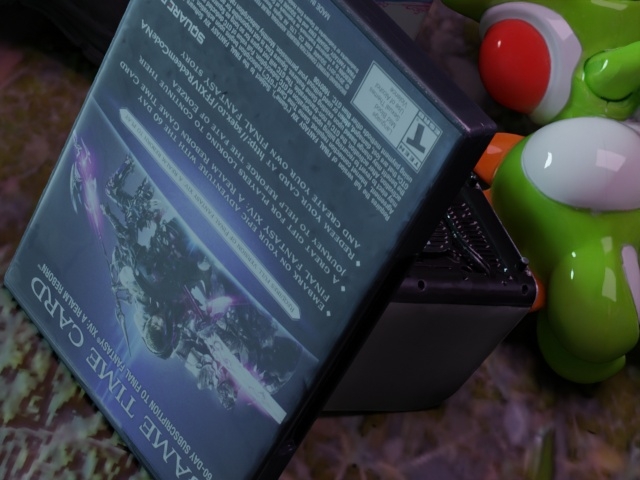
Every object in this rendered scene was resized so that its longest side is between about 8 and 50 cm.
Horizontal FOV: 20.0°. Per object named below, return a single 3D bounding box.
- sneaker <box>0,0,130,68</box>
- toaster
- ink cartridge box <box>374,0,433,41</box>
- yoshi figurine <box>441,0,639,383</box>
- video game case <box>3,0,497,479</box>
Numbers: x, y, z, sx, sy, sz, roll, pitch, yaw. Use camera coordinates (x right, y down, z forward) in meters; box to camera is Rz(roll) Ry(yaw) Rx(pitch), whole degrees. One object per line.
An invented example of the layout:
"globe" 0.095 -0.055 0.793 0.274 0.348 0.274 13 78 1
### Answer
"sneaker" -0.129 -0.182 1.093 0.286 0.130 0.109 19 39 -31
"toaster" 0.000 0.000 0.987 0.185 0.110 0.168 3 44 -35
"ink cartridge box" 0.044 -0.185 1.167 0.072 0.175 0.127 22 40 -4
"yoshi figurine" 0.207 -0.082 1.118 0.203 0.203 0.362 35 51 -49
"video game case" -0.048 -0.012 0.854 0.026 0.274 0.196 -13 53 -45
